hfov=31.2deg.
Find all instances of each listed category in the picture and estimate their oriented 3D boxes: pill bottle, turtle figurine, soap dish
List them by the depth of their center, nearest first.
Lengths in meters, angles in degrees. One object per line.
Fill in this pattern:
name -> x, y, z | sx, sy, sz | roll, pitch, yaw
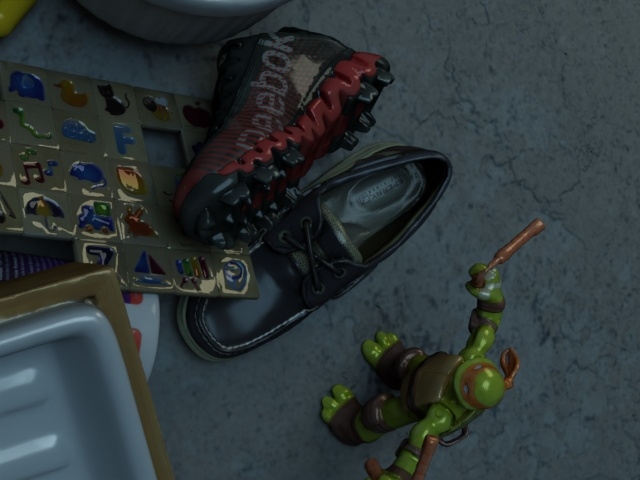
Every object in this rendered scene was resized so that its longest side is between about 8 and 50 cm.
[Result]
soap dish -> -0.222, 0.163, 0.787 | 0.228, 0.118, 0.291 | -17, 119, -12
pill bottle -> -0.229, 0.063, 0.871 | 0.193, 0.108, 0.108 | 10, 79, -23
turtle figurine -> 0.099, 0.113, 0.955 | 0.087, 0.217, 0.270 | 32, 71, -18

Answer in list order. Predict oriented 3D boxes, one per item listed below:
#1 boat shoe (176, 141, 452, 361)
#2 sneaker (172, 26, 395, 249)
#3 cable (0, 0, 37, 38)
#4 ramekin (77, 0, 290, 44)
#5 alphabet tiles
boat shoe -> 0.000, 0.000, 0.993 | 0.285, 0.092, 0.103 | -35, 99, -24
sneaker -> -0.054, -0.097, 0.954 | 0.135, 0.098, 0.276 | 34, 46, 9
cable -> -0.297, -0.139, 0.861 | 0.139, 0.072, 0.287 | 42, 51, -48
ramekin -> -0.116, -0.286, 0.942 | 0.272, 0.127, 0.273 | 8, 70, -22
alphabet tiles -> -0.167, -0.047, 0.898 | 0.237, 0.009, 0.198 | 6, 57, -37
